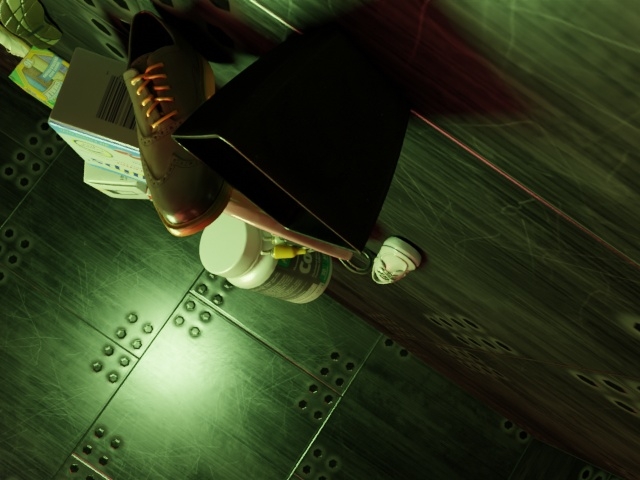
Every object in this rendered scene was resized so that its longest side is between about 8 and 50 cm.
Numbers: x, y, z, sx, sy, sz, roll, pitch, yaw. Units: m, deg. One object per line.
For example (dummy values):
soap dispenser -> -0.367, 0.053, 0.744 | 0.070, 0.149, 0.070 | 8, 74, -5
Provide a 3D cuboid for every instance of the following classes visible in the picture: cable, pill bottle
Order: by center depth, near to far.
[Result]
cable -> 0.000, 0.000, 1.447 | 0.287, 0.139, 0.072 | 14, 166, 1
pill bottle -> -0.146, 0.048, 1.622 | 0.204, 0.204, 0.361 | 27, -177, 39

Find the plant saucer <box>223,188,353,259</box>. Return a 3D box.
plant saucer -> -0.075, -0.055, 1.240 | 0.332, 0.084, 0.332 | 21, -178, -1

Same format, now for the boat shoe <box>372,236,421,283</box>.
boat shoe -> 0.152, 0.055, 1.214 | 0.083, 0.076, 0.226 | 33, 171, 9

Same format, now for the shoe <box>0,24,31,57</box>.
shoe -> -0.971, -0.619, 1.795 | 0.076, 0.058, 0.219 | 28, 169, 35

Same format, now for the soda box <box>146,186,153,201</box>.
soda box -> -0.321, -0.133, 1.560 | 0.263, 0.092, 0.083 | 8, 171, -7

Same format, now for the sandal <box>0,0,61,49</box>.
sandal -> -0.632, -0.485, 1.261 | 0.060, 0.090, 0.219 | 56, 179, 2

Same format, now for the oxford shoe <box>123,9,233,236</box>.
oxford shoe -> -0.204, -0.162, 0.762 | 0.133, 0.130, 0.363 | 54, -167, -52

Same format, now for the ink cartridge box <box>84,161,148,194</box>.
ink cartridge box -> -0.508, -0.233, 1.514 | 0.131, 0.226, 0.306 | 2, 177, -8

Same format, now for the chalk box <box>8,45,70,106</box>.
chalk box -> -0.752, -0.442, 1.694 | 0.213, 0.132, 0.132 | 35, 172, 0

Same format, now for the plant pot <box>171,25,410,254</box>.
plant pot -> -0.019, -0.118, 0.630 | 0.188, 0.167, 0.187 | 38, 170, -27

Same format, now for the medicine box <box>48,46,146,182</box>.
medicine box -> -0.331, -0.206, 1.129 | 0.263, 0.149, 0.289 | 18, 170, -5
